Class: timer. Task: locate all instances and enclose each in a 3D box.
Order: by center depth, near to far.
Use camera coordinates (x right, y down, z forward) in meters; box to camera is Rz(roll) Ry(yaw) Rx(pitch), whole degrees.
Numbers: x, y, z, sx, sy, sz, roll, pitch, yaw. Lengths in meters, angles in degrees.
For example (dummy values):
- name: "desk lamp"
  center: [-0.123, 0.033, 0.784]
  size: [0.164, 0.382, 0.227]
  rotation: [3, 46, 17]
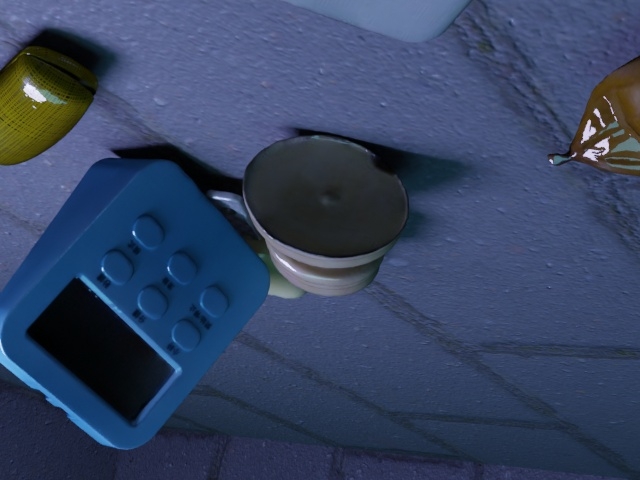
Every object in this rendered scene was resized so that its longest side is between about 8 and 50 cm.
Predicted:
- name: "timer"
  center: [-0.190, 0.068, 1.066]
  size: [0.091, 0.250, 0.232]
  rotation: [8, 148, 43]

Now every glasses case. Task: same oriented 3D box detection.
- name: "glasses case"
  center: [-0.269, -0.116, 0.945]
  size: [0.079, 0.064, 0.234]
  rotation: [30, 156, -25]

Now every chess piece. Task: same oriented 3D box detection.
- name: "chess piece"
  center: [0.000, 0.000, 1.062]
  size: [0.138, 0.124, 0.307]
  rotation: [-19, 166, -7]

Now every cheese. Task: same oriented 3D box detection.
- name: "cheese"
  center: [-0.085, -0.001, 1.187]
  size: [0.127, 0.050, 0.255]
  rotation: [9, 159, 15]

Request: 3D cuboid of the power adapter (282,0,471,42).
- name: "power adapter"
  center: [0.046, -0.192, 0.436]
  size: [0.130, 0.125, 0.205]
  rotation: [17, 159, -13]

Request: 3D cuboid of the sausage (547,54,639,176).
- name: "sausage"
  center: [0.275, -0.091, 0.623]
  size: [0.112, 0.112, 0.328]
  rotation: [24, 159, -31]
